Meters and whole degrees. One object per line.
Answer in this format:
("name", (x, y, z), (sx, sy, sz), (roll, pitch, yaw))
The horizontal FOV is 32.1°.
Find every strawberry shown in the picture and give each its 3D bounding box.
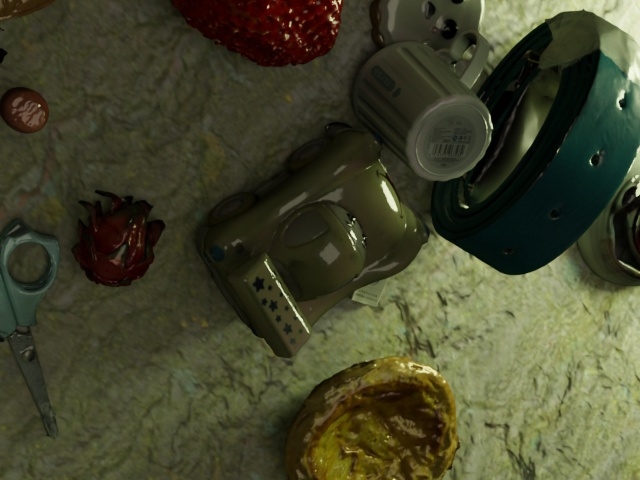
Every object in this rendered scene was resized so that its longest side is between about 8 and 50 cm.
("strawberry", (-0.061, -0.397, 1.605), (0.312, 0.267, 0.351), (-51, 142, -10))

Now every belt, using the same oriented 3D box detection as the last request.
("belt", (0.363, -0.158, 1.815), (0.173, 0.300, 0.436), (26, 92, -28))

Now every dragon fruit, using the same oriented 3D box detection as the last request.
("dragon fruit", (-0.305, 0.003, 1.674), (0.121, 0.130, 0.142), (15, 100, 7))

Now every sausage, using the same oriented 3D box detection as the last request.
("sausage", (-0.414, -0.182, 1.548), (0.062, 0.154, 0.062), (-3, 100, -19))

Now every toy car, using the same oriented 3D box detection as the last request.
("toy car", (0.000, 0.000, 1.740), (0.336, 0.226, 0.242), (-35, 115, -10))

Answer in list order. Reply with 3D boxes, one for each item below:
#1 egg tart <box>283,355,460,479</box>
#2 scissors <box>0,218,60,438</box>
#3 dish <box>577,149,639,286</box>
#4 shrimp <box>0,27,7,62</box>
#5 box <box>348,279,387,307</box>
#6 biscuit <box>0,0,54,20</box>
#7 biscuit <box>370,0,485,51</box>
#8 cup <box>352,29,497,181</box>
("egg tart", (0.078, 0.341, 1.922), (0.341, 0.129, 0.341), (-7, 108, -23))
("scissors", (-0.454, 0.149, 1.688), (0.191, 0.029, 0.360), (-20, 111, -19))
("dish", (0.622, -0.033, 2.061), (0.273, 0.134, 0.273), (-6, 106, -21))
("shrimp", (-0.578, -0.257, 1.494), (0.290, 0.054, 0.222), (18, 101, -15))
("box", (0.085, 0.068, 1.909), (0.054, 0.024, 0.083), (20, 96, -25))
("biscuit", (-0.484, -0.363, 1.540), (0.250, 0.035, 0.162), (3, 107, -26))
("biscuit", (0.183, -0.382, 1.819), (0.208, 0.049, 0.181), (-6, 107, -21))
("cup", (0.169, -0.223, 1.742), (0.167, 0.202, 0.221), (2, 120, -25))
